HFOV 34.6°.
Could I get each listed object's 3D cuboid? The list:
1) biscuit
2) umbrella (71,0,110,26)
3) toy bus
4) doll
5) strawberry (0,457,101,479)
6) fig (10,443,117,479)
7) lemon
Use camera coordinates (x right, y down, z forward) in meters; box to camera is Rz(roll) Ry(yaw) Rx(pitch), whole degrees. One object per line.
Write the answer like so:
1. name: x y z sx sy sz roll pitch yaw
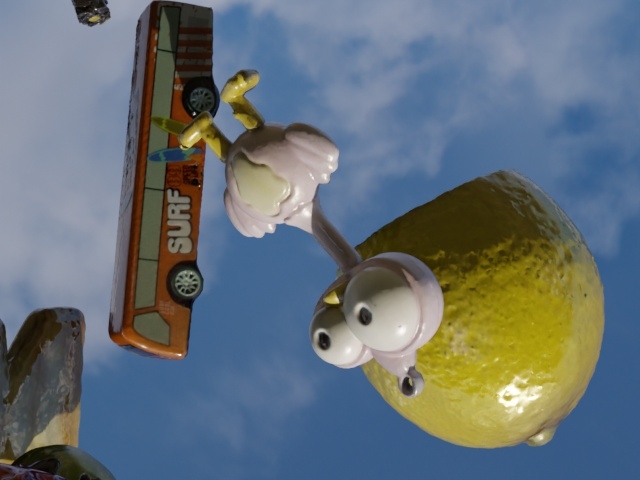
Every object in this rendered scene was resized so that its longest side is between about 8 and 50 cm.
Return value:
1. biscuit: -0.415 0.232 1.369 0.062 0.237 0.290 7 -84 33
2. umbrella: -0.227 -0.267 0.939 0.037 0.040 0.144 -21 -92 39
3. toy bus: -0.177 -0.069 1.178 0.092 0.093 0.409 7 -100 -23
4. doll: 0.001 0.000 1.046 0.160 0.094 0.365 -39 -100 35
5. strawberry: -0.254 0.293 0.762 0.280 0.150 0.253 -4 -99 -10
6. fig: -0.302 0.357 1.261 0.233 0.167 0.167 39 -111 -4
7. lemon: 0.216 0.108 1.356 0.364 0.364 0.364 -6 -123 9
